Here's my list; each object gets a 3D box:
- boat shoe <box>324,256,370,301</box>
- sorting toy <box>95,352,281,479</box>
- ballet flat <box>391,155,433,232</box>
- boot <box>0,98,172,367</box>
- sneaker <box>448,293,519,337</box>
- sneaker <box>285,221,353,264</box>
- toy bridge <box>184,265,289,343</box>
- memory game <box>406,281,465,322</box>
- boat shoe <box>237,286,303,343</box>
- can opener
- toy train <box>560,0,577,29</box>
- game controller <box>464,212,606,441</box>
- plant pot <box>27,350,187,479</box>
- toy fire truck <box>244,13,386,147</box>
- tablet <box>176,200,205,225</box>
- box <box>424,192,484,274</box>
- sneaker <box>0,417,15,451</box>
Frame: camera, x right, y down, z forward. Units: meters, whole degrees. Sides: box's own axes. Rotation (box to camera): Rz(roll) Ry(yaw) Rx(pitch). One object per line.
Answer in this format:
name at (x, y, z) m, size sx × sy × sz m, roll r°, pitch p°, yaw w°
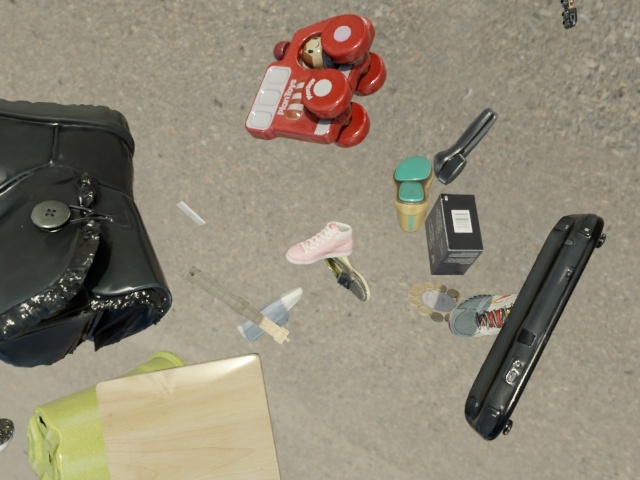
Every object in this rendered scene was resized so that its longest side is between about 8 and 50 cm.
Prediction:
boat shoe at (0.085, 0.124, 2.139) m, size 0.224 × 0.073 × 0.080 m, roll 55°, pitch 143°, yaw 29°
sorting toy at (-0.201, 0.324, 1.015) m, size 0.257 × 0.089 × 0.256 m, roll -10°, pitch 89°, yaw -2°
ballet flat at (0.169, -0.088, 1.186) m, size 0.080 × 0.232 × 0.073 m, roll 3°, pitch 119°, yaw 13°
boot at (-0.244, -0.010, 0.459) m, size 0.246 × 0.207 × 0.094 m, roll -4°, pitch 141°, yaw -22°
sneaker at (0.370, 0.146, 1.280) m, size 0.225 × 0.093 × 0.088 m, roll -15°, pitch 90°, yaw 7°
sneaker at (0.000, 0.000, 1.176) m, size 0.051 × 0.134 × 0.070 m, roll -120°, pitch 28°, yaw -47°
toy bridge at (-0.123, 0.101, 0.968) m, size 0.188 × 0.026 × 0.063 m, roll 36°, pitch 170°, yaw -9°
memory game at (0.327, 0.171, 1.740) m, size 0.186 × 0.186 × 0.012 m, roll 22°, pitch 122°, yaw 16°
boat shoe at (-0.112, 0.183, 1.533) m, size 0.063 × 0.184 × 0.066 m, roll 58°, pitch 159°, yaw -9°
can opener at (0.311, -0.202, 1.351) m, size 0.073 × 0.186 × 0.059 m, roll 45°, pitch -168°, yaw 28°
toy train at (0.560, -0.552, 1.422) m, size 0.036 × 0.027 × 0.158 m, roll -10°, pitch 133°, yaw 18°
game controller at (0.279, 0.112, 0.836) m, size 0.067 × 0.319 × 0.166 m, roll 27°, pitch 175°, yaw 19°
plant pot at (-0.378, 0.361, 1.151) m, size 0.276 × 0.253 × 0.276 m, roll 7°, pitch 99°, yaw 49°
toy fire truck at (-0.013, -0.347, 1.348) m, size 0.253 × 0.302 × 0.169 m, roll 13°, pitch 168°, yaw 25°
tablet at (-0.338, -0.069, 1.645) m, size 0.083 × 0.006 × 0.054 m, roll 44°, pitch 157°, yaw -16°
box at (0.329, -0.013, 1.574) m, size 0.093 × 0.156 × 0.158 m, roll 1°, pitch 155°, yaw -7°
sneaker at (-0.736, 0.439, 1.408) m, size 0.237 × 0.085 × 0.086 m, roll -1°, pitch 93°, yaw 55°
